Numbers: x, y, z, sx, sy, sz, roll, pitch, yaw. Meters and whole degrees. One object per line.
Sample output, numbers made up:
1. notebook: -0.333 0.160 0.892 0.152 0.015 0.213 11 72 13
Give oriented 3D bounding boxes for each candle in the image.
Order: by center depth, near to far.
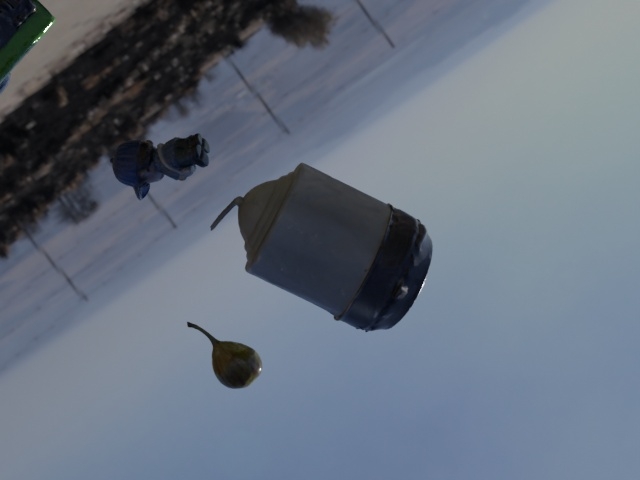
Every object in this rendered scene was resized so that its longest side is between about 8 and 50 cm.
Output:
1. candle: 0.000 0.000 1.734 0.221 0.342 0.221 -61 -171 16

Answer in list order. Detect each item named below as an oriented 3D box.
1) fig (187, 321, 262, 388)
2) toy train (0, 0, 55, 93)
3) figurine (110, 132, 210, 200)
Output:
1. fig: -0.187 0.223 1.934 0.093 0.166 0.093 -32 -136 37
2. toy train: -0.506 -0.300 1.299 0.249 0.307 0.173 -7 -137 55
3. figurine: -0.227 -0.113 1.434 0.136 0.079 0.077 -21 -130 27
